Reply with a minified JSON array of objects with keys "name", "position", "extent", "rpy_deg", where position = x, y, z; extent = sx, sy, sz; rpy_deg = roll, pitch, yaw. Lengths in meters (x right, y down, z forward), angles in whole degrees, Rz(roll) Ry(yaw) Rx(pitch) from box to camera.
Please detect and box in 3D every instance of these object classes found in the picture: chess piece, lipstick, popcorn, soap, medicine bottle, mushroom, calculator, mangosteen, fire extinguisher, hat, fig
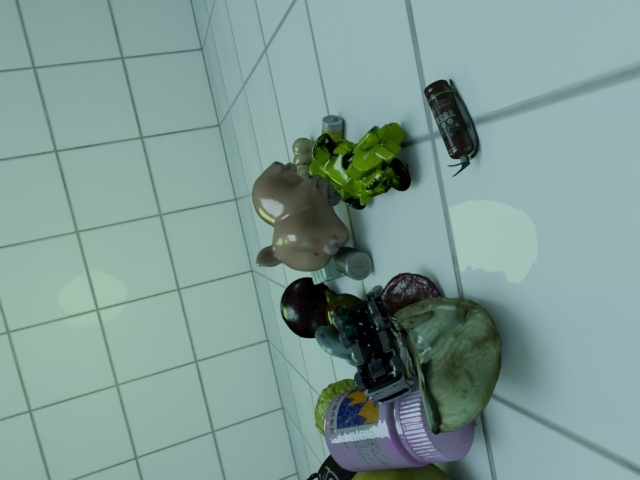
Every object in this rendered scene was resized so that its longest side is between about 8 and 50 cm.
[{"name":"chess piece","position":[-0.050,-0.241,1.546],"extent":[0.094,0.094,0.170],"rpy_deg":[-174,76,-72]},{"name":"lipstick","position":[0.030,-0.216,1.361],"extent":[0.059,0.059,0.264],"rpy_deg":[-123,25,-46]},{"name":"popcorn","position":[0.080,0.562,1.577],"extent":[0.183,0.204,0.221],"rpy_deg":[42,157,61]},{"name":"soap","position":[0.000,0.000,1.568],"extent":[0.160,0.087,0.265],"rpy_deg":[142,112,-71]},{"name":"medicine bottle","position":[0.084,0.060,1.367],"extent":[0.140,0.079,0.079],"rpy_deg":[-157,55,-68]},{"name":"mushroom","position":[0.231,0.203,0.844],"extent":[0.267,0.164,0.190],"rpy_deg":[-26,-84,-87]},{"name":"medicine bottle","position":[0.160,0.393,1.044],"extent":[0.290,0.178,0.178],"rpy_deg":[-32,70,43]},{"name":"calculator","position":[0.080,0.303,1.407],"extent":[0.299,0.185,0.041],"rpy_deg":[-156,82,-78]},{"name":"mangosteen","position":[-0.031,0.226,1.684],"extent":[0.216,0.216,0.216],"rpy_deg":[166,90,-73]},{"name":"fire extinguisher","position":[0.220,-0.190,0.812],"extent":[0.064,0.043,0.158],"rpy_deg":[-25,76,29]},{"name":"hat","position":[0.057,1.039,1.984],"extent":[0.238,0.209,0.336],"rpy_deg":[-162,59,-67]},{"name":"fig","position":[0.089,0.239,1.477],"extent":[0.236,0.124,0.124],"rpy_deg":[60,-173,-64]}]

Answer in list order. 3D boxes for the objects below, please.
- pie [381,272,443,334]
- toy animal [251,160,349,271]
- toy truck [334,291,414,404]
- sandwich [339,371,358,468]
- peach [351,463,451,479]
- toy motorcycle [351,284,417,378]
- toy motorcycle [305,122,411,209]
[{"name":"pie","position":[0.196,0.143,1.040],"extent":[0.154,0.036,0.154],"rpy_deg":[2,94,32]},{"name":"toy animal","position":[-0.069,-0.063,1.367],"extent":[0.326,0.237,0.269],"rpy_deg":[35,116,33]},{"name":"toy truck","position":[0.115,0.221,0.989],"extent":[0.116,0.110,0.216],"rpy_deg":[51,-165,-43]},{"name":"sandwich","position":[0.124,0.439,1.248],"extent":[0.063,0.245,0.212],"rpy_deg":[109,144,-53]},{"name":"peach","position":[0.198,0.649,1.109],"extent":[0.316,0.281,0.314],"rpy_deg":[117,160,-47]},{"name":"toy motorcycle","position":[0.163,0.274,1.175],"extent":[0.223,0.108,0.341],"rpy_deg":[17,118,44]},{"name":"toy motorcycle","position":[0.081,-0.172,1.108],"extent":[0.206,0.142,0.342],"rpy_deg":[40,166,-10]}]
